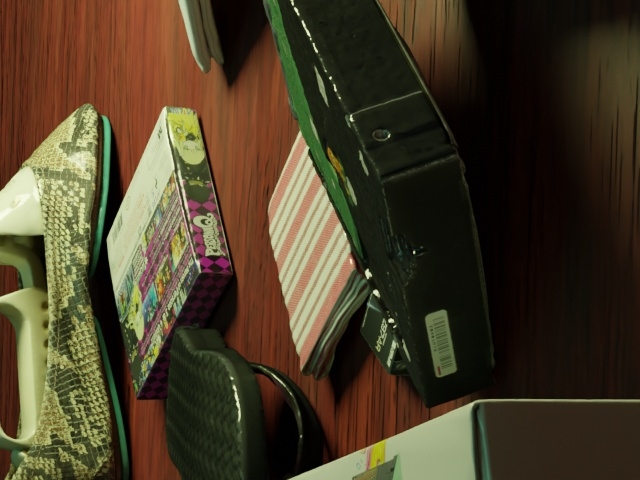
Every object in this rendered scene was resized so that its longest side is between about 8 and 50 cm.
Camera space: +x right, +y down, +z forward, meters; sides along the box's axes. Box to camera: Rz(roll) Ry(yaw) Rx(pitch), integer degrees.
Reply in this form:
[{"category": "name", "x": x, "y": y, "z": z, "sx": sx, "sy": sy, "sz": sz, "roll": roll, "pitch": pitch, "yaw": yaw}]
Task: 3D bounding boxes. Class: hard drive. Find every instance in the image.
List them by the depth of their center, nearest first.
[{"category": "hard drive", "x": 0.033, "y": -0.077, "z": 1.357, "sx": 0.339, "sy": 0.064, "sz": 0.237, "roll": -115, "pitch": 8, "yaw": -45}]

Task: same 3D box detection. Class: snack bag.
[{"category": "snack bag", "x": -0.155, "y": -0.386, "z": 1.819, "sx": 0.342, "sy": 0.037, "sz": 0.323, "roll": 81, "pitch": 174, "yaw": -50}]

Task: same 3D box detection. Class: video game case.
[{"category": "video game case", "x": -0.159, "y": 0.015, "z": 1.937, "sx": 0.232, "sy": 0.042, "sz": 0.210, "roll": 119, "pitch": 145, "yaw": -47}]

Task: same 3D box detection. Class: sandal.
[{"category": "sandal", "x": -0.063, "y": 0.165, "z": 1.656, "sx": 0.446, "sy": 0.107, "sz": 0.167, "roll": -130, "pitch": 45, "yaw": -75}]

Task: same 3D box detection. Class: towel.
[{"category": "towel", "x": 0.000, "y": 0.000, "z": 1.595, "sx": 0.144, "sy": 0.029, "sz": 0.197, "roll": 117, "pitch": 149, "yaw": -45}]

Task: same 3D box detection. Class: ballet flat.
[{"category": "ballet flat", "x": -0.317, "y": 0.068, "z": 2.124, "sx": 0.164, "sy": 0.182, "sz": 0.482, "roll": 144, "pitch": 125, "yaw": -62}]

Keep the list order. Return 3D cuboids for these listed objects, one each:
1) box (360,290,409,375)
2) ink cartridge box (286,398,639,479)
[{"category": "box", "x": 0.059, "y": 0.052, "z": 1.458, "sx": 0.067, "sy": 0.018, "sz": 0.083, "roll": -123, "pitch": 42, "yaw": -54}, {"category": "ink cartridge box", "x": 0.117, "y": 0.171, "z": 1.082, "sx": 0.278, "sy": 0.201, "sz": 0.117, "roll": 146, "pitch": 123, "yaw": -62}]
